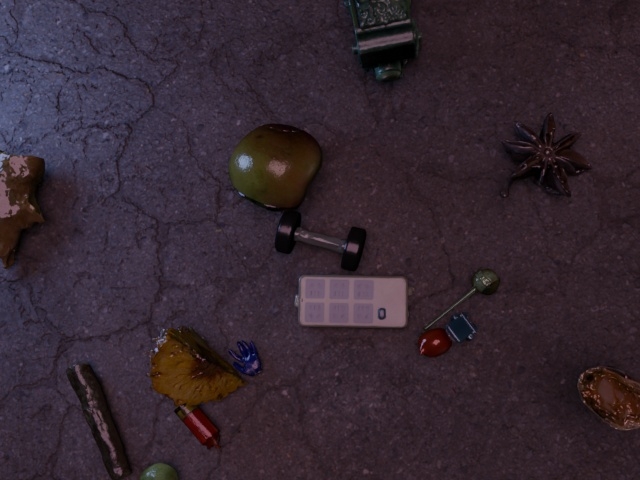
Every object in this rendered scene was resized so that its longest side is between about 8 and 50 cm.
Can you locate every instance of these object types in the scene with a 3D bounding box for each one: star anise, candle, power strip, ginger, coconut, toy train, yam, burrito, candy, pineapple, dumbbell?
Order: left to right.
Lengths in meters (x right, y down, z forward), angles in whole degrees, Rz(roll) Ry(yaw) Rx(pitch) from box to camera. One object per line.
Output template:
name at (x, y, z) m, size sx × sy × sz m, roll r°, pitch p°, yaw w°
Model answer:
ginger at (-0.735, -0.074, 1.838) m, size 0.219 × 0.123 × 0.270 m, roll 5°, pitch 82°, yaw 2°
yam at (-0.491, 0.402, 1.784) m, size 0.061 × 0.061 × 0.274 m, roll -25°, pitch 81°, yaw 0°
coconut at (-0.352, 0.527, 1.743) m, size 0.088 × 0.096 × 0.087 m, roll -4°, pitch 118°, yaw -7°
pineapple at (-0.307, 0.266, 1.748) m, size 0.140 × 0.250 × 0.164 m, roll -47°, pitch 49°, yaw 3°
candle at (-0.264, 0.409, 1.770) m, size 0.052 × 0.052 × 0.130 m, roll -43°, pitch 82°, yaw -3°
dumbbell at (0.000, 0.000, 1.789) m, size 0.191 × 0.100 × 0.100 m, roll 14°, pitch 83°, yaw 7°
power strip at (0.075, 0.137, 1.790) m, size 0.271 × 0.046 × 0.117 m, roll 1°, pitch 81°, yaw 3°
toy train at (0.138, -0.516, 1.788) m, size 0.167 × 0.238 × 0.298 m, roll -11°, pitch 80°, yaw 5°
candy at (0.310, 0.137, 1.777) m, size 0.202 × 0.061 × 0.061 m, roll -40°, pitch 81°, yaw 6°
star anise at (0.486, -0.175, 1.787) m, size 0.231 × 0.089 × 0.209 m, roll -17°, pitch 69°, yaw -4°
burrito at (0.592, 0.311, 1.606) m, size 0.143 × 0.299 × 0.105 m, roll 33°, pitch 95°, yaw 23°

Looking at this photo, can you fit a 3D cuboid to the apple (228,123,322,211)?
apple at (-0.102, -0.169, 1.793) m, size 0.188 × 0.174 × 0.207 m, roll 29°, pitch 69°, yaw 5°

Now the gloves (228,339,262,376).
gloves at (-0.168, 0.265, 1.797) m, size 0.064 × 0.026 × 0.086 m, roll -26°, pitch 81°, yaw 2°

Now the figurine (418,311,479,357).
figurine at (0.275, 0.211, 1.750) m, size 0.140 × 0.075 × 0.068 m, roll -32°, pitch 81°, yaw -3°
